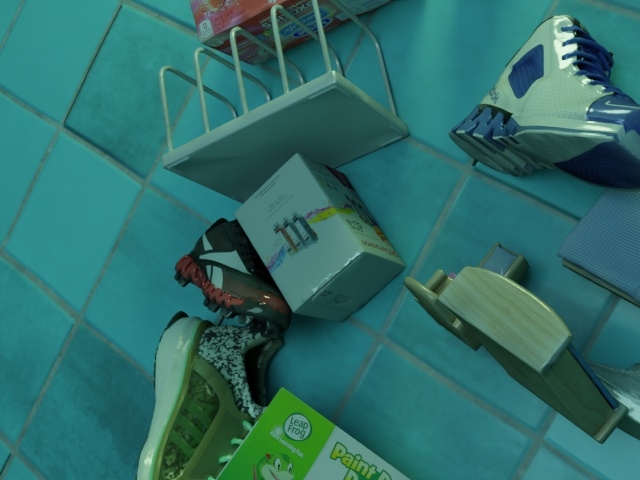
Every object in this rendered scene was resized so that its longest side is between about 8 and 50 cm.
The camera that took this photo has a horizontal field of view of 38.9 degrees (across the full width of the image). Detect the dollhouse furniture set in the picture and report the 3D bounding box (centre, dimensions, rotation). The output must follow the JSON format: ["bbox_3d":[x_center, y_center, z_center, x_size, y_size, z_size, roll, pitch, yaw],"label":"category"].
[{"bbox_3d":[0.272,0.000,0.953,0.303,0.198,0.286,-49,46,-4],"label":"dollhouse furniture set"}]

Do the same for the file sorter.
[{"bbox_3d":[-0.058,-0.195,1.242,0.278,0.193,0.173,-21,66,27],"label":"file sorter"}]

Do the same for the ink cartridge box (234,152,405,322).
[{"bbox_3d":[0.000,0.000,1.200,0.127,0.128,0.176,-41,63,18],"label":"ink cartridge box"}]

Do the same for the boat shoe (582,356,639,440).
[{"bbox_3d":[0.366,0.174,0.976,0.227,0.079,0.081,27,72,37],"label":"boat shoe"}]

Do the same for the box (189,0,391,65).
[{"bbox_3d":[-0.025,-0.377,1.262,0.300,0.154,0.142,-20,78,24],"label":"box"}]

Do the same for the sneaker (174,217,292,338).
[{"bbox_3d":[-0.106,0.040,1.240,0.135,0.098,0.276,-58,32,-2],"label":"sneaker"}]

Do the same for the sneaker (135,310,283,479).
[{"bbox_3d":[-0.122,0.263,1.172,0.182,0.158,0.410,-11,54,14],"label":"sneaker"}]

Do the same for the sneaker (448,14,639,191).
[{"bbox_3d":[0.282,-0.169,1.021,0.182,0.127,0.315,-62,26,-4],"label":"sneaker"}]

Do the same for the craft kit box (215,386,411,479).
[{"bbox_3d":[-0.018,0.344,1.059,0.250,0.061,0.246,35,64,5],"label":"craft kit box"}]
